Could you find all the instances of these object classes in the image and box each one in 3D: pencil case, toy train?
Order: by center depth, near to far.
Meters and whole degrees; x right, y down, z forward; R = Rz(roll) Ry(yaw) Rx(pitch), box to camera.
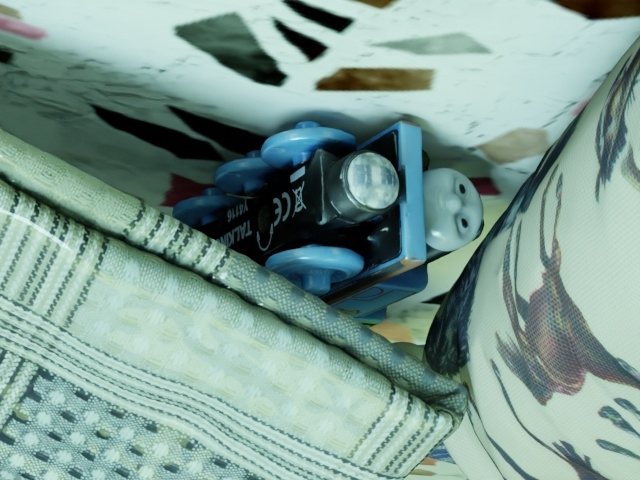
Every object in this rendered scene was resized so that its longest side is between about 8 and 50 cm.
[{"bbox_3d":[0.162,0.014,0.510,0.183,0.160,0.410,29,160,1],"label":"pencil case"},{"bbox_3d":[0.000,0.000,0.661,0.105,0.080,0.184,6,161,-29],"label":"toy train"}]

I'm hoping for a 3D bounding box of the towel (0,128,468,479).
[{"bbox_3d":[-0.146,0.085,0.633,0.324,0.056,0.312,29,134,-15],"label":"towel"}]

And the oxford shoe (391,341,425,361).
[{"bbox_3d":[-0.123,0.106,0.925,0.449,0.130,0.169,-9,-164,36],"label":"oxford shoe"}]

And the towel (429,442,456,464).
[{"bbox_3d":[0.152,0.151,1.128,0.336,0.040,0.243,18,160,-25],"label":"towel"}]
